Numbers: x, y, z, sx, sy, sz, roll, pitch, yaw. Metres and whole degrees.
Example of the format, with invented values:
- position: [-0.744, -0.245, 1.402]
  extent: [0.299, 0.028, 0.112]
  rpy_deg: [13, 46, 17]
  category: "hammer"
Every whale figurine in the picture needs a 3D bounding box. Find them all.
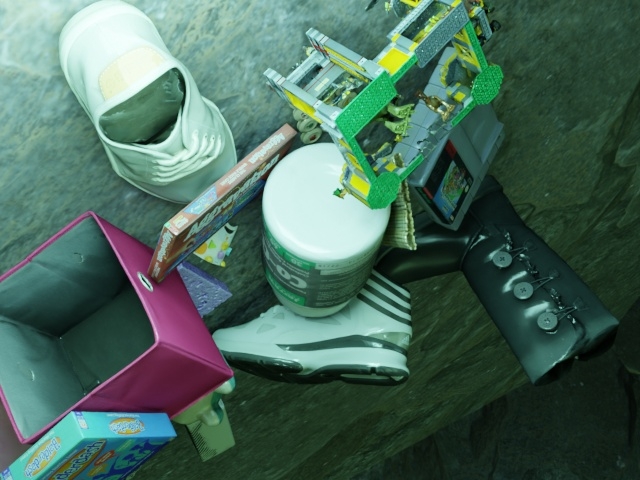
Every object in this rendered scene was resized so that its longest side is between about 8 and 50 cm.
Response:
- position: [-0.230, 0.246, 1.775]
  extent: [0.141, 0.216, 0.272]
  rpy_deg: [-30, -179, -36]
  category: "whale figurine"

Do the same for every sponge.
- position: [-0.254, 0.098, 1.698]
  extent: [0.117, 0.031, 0.210]
  rpy_deg: [-37, 155, 6]
  category: "sponge"

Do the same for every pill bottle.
- position: [0.000, 0.000, 1.599]
  extent: [0.204, 0.204, 0.361]
  rpy_deg: [-27, 162, -13]
  category: "pill bottle"

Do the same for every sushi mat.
- position: [0.111, -0.062, 1.561]
  extent: [0.019, 0.151, 0.316]
  rpy_deg: [-8, -178, -6]
  category: "sushi mat"

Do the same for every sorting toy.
- position: [-0.175, 0.001, 1.622]
  extent: [0.075, 0.045, 0.083]
  rpy_deg: [-58, 151, 5]
  category: "sorting toy"

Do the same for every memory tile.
- position: [0.009, -0.214, 1.479]
  extent: [0.113, 0.012, 0.148]
  rpy_deg: [-32, 154, -5]
  category: "memory tile"

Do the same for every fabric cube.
- position: [-0.335, 0.156, 1.446]
  extent: [0.259, 0.254, 0.258]
  rpy_deg: [-36, 153, 6]
  category: "fabric cube"

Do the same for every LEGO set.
- position: [0.080, -0.229, 1.325]
  extent: [0.331, 0.192, 0.255]
  rpy_deg: [-50, 140, -1]
  category: "LEGO set"

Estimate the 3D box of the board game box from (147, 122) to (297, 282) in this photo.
- position: [-0.147, -0.058, 1.413]
  extent: [0.281, 0.027, 0.145]
  rpy_deg: [-45, 171, -35]
  category: "board game box"

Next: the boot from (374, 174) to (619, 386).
- position: [0.347, 0.124, 1.962]
  extent: [0.367, 0.445, 0.146]
  rpy_deg: [-35, 155, 3]
  category: "boot"

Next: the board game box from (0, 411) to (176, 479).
- position: [-0.338, 0.317, 1.380]
  extent: [0.160, 0.047, 0.210]
  rpy_deg: [-41, 153, 17]
  category: "board game box"

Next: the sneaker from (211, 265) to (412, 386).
- position: [-0.013, 0.148, 1.877]
  extent: [0.447, 0.258, 0.169]
  rpy_deg: [-1, 157, 28]
  category: "sneaker"

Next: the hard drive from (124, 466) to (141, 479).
- position: [-0.413, 0.394, 1.708]
  extent: [0.237, 0.064, 0.339]
  rpy_deg: [-47, -162, 3]
  category: "hard drive"

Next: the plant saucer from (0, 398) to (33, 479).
- position: [-0.557, 0.331, 1.522]
  extent: [0.332, 0.084, 0.332]
  rpy_deg: [1, 118, 1]
  category: "plant saucer"

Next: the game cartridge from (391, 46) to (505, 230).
- position: [0.238, -0.164, 1.672]
  extent: [0.230, 0.068, 0.355]
  rpy_deg: [-66, 155, -7]
  category: "game cartridge"

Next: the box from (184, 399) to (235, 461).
- position: [-0.267, 0.402, 2.127]
  extent: [0.094, 0.113, 0.275]
  rpy_deg: [-26, 152, -13]
  category: "box"

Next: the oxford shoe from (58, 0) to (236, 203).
- position: [-0.204, -0.138, 1.231]
  extent: [0.169, 0.130, 0.449]
  rpy_deg: [-36, 158, -5]
  category: "oxford shoe"
